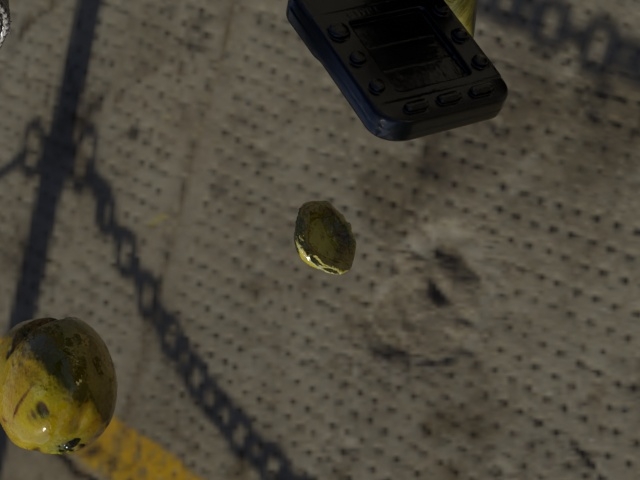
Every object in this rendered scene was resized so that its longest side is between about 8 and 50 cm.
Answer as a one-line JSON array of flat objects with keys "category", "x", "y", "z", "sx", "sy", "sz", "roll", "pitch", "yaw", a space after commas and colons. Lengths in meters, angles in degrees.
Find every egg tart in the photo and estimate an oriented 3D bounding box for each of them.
[{"category": "egg tart", "x": 0.000, "y": 0.000, "z": 1.965, "sx": 0.039, "sy": 0.105, "sz": 0.105, "roll": -26, "pitch": 69, "yaw": 40}]

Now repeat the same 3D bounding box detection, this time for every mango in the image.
[{"category": "mango", "x": -0.339, "y": 0.172, "z": 1.944, "sx": 0.262, "sy": 0.130, "sz": 0.167, "roll": 10, "pitch": 86, "yaw": 61}]

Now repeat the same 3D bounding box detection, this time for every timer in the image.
[{"category": "timer", "x": 0.067, "y": -0.169, "z": 1.417, "sx": 0.187, "sy": 0.144, "sz": 0.055, "roll": 58, "pitch": 147, "yaw": 28}]

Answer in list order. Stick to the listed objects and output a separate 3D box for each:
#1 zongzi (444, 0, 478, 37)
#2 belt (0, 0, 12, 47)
[{"category": "zongzi", "x": 0.139, "y": -0.274, "z": 1.459, "sx": 0.204, "sy": 0.094, "sz": 0.205, "roll": 64, "pitch": 160, "yaw": -15}, {"category": "belt", "x": -0.378, "y": -0.171, "z": 1.558, "sx": 0.359, "sy": 0.126, "sz": 0.094, "roll": 128, "pitch": 148, "yaw": -52}]
